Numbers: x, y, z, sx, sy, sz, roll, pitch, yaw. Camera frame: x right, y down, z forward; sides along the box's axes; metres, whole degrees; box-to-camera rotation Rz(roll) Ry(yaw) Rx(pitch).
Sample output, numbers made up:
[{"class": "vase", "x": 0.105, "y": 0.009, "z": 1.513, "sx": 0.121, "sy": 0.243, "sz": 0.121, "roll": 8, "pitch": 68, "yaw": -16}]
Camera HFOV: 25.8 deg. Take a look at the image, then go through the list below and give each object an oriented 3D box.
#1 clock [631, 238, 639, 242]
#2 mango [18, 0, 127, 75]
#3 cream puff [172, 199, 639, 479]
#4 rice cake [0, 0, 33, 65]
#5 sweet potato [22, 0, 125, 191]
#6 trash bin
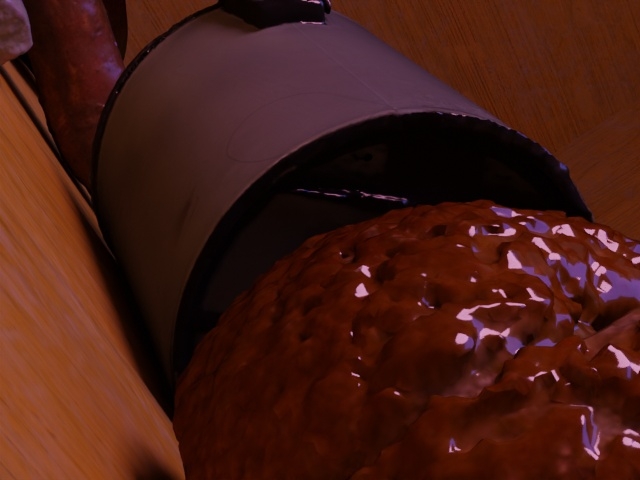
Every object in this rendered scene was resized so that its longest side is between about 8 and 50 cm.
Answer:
[{"class": "clock", "x": 0.122, "y": 0.134, "z": 0.716, "sx": 0.055, "sy": 0.280, "sz": 0.280, "roll": 28, "pitch": 10, "yaw": -26}, {"class": "mango", "x": -0.216, "y": -0.201, "z": 1.097, "sx": 0.133, "sy": 0.111, "sz": 0.267, "roll": 44, "pitch": -13, "yaw": 20}, {"class": "cream puff", "x": 0.089, "y": 0.114, "z": 0.447, "sx": 0.303, "sy": 0.212, "sz": 0.303, "roll": 61, "pitch": 0, "yaw": -1}, {"class": "rice cake", "x": -0.241, "y": -0.203, "z": 0.875, "sx": 0.222, "sy": 0.042, "sz": 0.080, "roll": 55, "pitch": -9, "yaw": 36}, {"class": "sweet potato", "x": -0.167, "y": -0.134, "z": 0.919, "sx": 0.072, "sy": 0.066, "sz": 0.314, "roll": 19, "pitch": -50, "yaw": 59}, {"class": "trash bin", "x": 0.000, "y": 0.000, "z": 0.761, "sx": 0.262, "sy": 0.217, "sz": 0.277, "roll": -130, "pitch": -145, "yaw": -64}]
